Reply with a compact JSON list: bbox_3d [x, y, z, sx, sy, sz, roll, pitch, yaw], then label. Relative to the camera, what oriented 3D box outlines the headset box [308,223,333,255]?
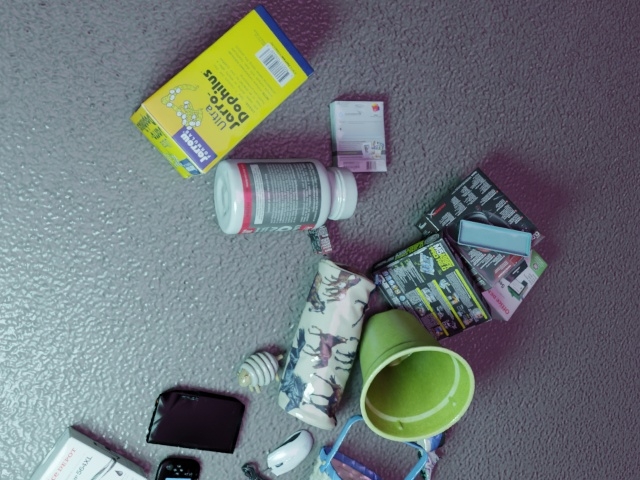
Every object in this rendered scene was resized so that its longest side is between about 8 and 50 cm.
[{"bbox_3d":[0.000,0.000,1.617,0.032,0.062,0.083,-17,97,-21],"label":"headset box"}]

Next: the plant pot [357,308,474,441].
[{"bbox_3d":[0.205,0.311,1.584,0.276,0.254,0.275,-5,115,-10],"label":"plant pot"}]

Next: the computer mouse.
[{"bbox_3d":[-0.096,0.554,1.597,0.193,0.042,0.106,-35,103,-19],"label":"computer mouse"}]

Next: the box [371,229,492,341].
[{"bbox_3d":[0.296,0.136,1.682,0.216,0.060,0.270,-29,106,21],"label":"box"}]

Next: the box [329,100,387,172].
[{"bbox_3d":[0.100,-0.272,1.668,0.145,0.038,0.186,-5,94,-23],"label":"box"}]

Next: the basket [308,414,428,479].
[{"bbox_3d":[0.109,0.604,1.600,0.255,0.201,0.288,31,89,-20],"label":"basket"}]

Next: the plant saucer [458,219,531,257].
[{"bbox_3d":[0.454,-0.003,1.652,0.192,0.018,0.067,11,75,-3],"label":"plant saucer"}]

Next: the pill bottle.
[{"bbox_3d":[-0.081,-0.110,1.518,0.319,0.176,0.176,-4,93,-23],"label":"pill bottle"}]

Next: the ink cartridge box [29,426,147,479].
[{"bbox_3d":[-0.512,0.531,1.394,0.203,0.086,0.148,38,77,-20],"label":"ink cartridge box"}]

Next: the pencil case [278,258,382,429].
[{"bbox_3d":[0.022,0.261,1.578,0.184,0.160,0.409,22,82,-37],"label":"pencil case"}]

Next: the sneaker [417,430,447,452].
[{"bbox_3d":[0.309,0.509,1.764,0.085,0.058,0.152,-7,88,-28],"label":"sneaker"}]

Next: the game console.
[{"bbox_3d":[-0.319,0.538,1.501,0.213,0.044,0.361,15,86,-23],"label":"game console"}]

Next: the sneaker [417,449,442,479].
[{"bbox_3d":[0.315,0.628,1.778,0.069,0.038,0.098,-10,95,-22],"label":"sneaker"}]

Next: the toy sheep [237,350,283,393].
[{"bbox_3d":[-0.146,0.317,1.550,0.132,0.091,0.091,-29,102,-35],"label":"toy sheep"}]

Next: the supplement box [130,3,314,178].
[{"bbox_3d":[-0.225,-0.331,1.441,0.356,0.194,0.195,-46,108,-16],"label":"supplement box"}]

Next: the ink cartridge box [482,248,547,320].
[{"bbox_3d":[0.525,0.102,1.828,0.160,0.093,0.219,44,74,-17],"label":"ink cartridge box"}]

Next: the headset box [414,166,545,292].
[{"bbox_3d":[0.441,-0.015,1.720,0.218,0.110,0.293,-41,83,-14],"label":"headset box"}]
